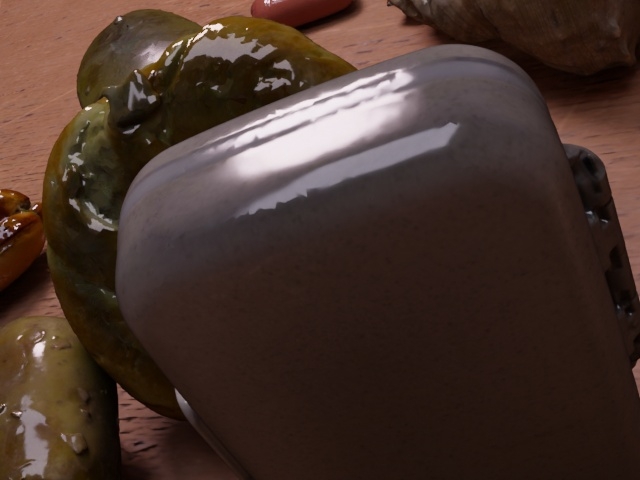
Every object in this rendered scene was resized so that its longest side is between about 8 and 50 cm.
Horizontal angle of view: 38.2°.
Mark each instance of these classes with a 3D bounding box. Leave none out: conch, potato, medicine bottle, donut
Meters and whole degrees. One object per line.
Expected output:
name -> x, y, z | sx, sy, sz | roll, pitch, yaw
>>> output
conch -> 0.234, -0.312, 0.992 | 0.324, 0.186, 0.263 | 13, 50, 6
potato -> -0.208, -0.198, 1.193 | 0.210, 0.173, 0.307 | -35, 37, -5
medicine bottle -> 0.056, 0.072, 0.571 | 0.282, 0.375, 0.123 | -19, 43, 13
potato -> -0.246, 0.195, 0.790 | 0.192, 0.141, 0.296 | -54, 40, 33
donut -> -0.071, -0.013, 0.799 | 0.360, 0.361, 0.170 | -19, -4, 11

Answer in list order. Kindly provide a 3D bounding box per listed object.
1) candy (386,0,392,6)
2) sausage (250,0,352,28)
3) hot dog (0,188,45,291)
candy -> 0.128, -0.411, 1.317 | 0.086, 0.059, 0.292 | -10, 41, 23
sausage -> -0.025, -0.343, 1.332 | 0.154, 0.062, 0.062 | -16, 40, 15
hot dog -> -0.465, 0.059, 1.125 | 0.337, 0.100, 0.135 | -37, 48, -9
